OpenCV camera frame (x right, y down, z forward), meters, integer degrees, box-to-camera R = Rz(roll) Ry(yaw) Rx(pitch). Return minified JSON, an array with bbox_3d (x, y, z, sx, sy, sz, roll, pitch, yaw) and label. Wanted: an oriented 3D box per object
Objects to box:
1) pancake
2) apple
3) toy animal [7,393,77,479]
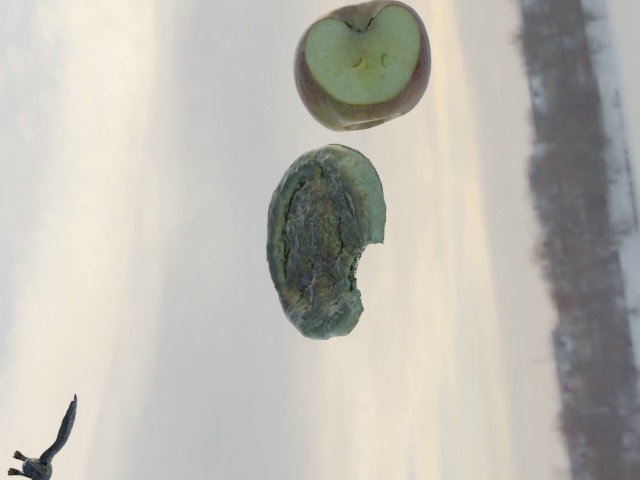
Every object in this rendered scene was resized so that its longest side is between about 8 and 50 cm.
[{"bbox_3d":[0.000,0.000,1.804,0.037,0.253,0.254,3,-106,-33],"label":"pancake"},{"bbox_3d":[0.057,-0.243,2.059,0.160,0.195,0.173,165,90,-85],"label":"apple"},{"bbox_3d":[-0.383,0.311,2.020,0.108,0.062,0.220,-18,47,63],"label":"toy animal"}]
